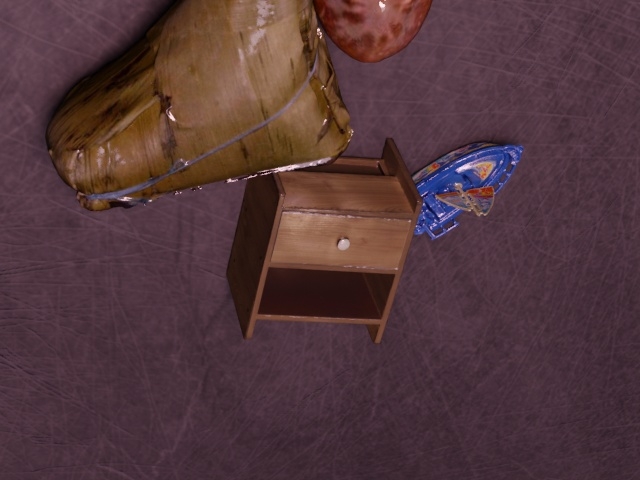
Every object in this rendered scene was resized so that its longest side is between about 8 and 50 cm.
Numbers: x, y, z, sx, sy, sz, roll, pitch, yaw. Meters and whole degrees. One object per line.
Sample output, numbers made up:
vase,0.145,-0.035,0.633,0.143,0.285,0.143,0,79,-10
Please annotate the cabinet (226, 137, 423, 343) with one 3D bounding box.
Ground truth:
cabinet,0.000,0.000,1.497,0.174,0.148,0.215,3,124,-18

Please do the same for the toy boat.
toy boat,0.179,-0.057,1.530,0.175,0.110,0.091,-36,127,10

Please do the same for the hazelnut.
hazelnut,0.057,-0.264,1.321,0.143,0.143,0.154,2,116,-17

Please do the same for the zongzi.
zongzi,-0.144,-0.190,1.269,0.322,0.160,0.360,-17,147,-5
